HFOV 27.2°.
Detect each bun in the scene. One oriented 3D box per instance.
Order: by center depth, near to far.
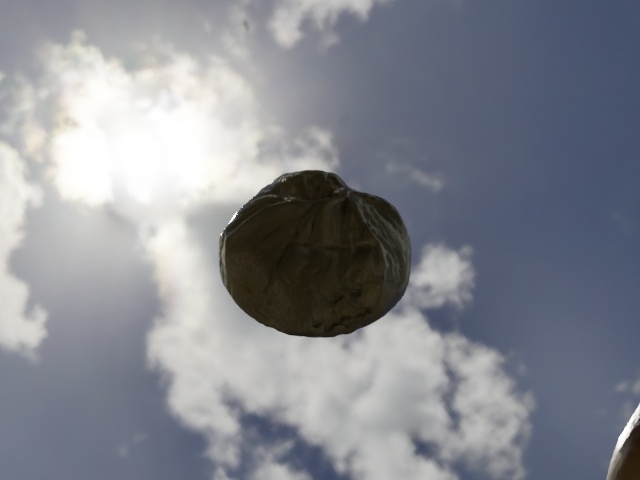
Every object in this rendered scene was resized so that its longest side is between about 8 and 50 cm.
[{"bbox_3d":[0.000,0.000,1.455,0.220,0.220,0.134,33,-42,32],"label":"bun"}]

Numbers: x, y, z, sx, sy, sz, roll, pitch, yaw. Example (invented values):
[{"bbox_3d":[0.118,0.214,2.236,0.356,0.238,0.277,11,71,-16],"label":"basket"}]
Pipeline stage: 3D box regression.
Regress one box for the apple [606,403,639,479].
[{"bbox_3d":[0.437,0.253,1.198,0.346,0.391,0.392,17,-55,17],"label":"apple"}]
